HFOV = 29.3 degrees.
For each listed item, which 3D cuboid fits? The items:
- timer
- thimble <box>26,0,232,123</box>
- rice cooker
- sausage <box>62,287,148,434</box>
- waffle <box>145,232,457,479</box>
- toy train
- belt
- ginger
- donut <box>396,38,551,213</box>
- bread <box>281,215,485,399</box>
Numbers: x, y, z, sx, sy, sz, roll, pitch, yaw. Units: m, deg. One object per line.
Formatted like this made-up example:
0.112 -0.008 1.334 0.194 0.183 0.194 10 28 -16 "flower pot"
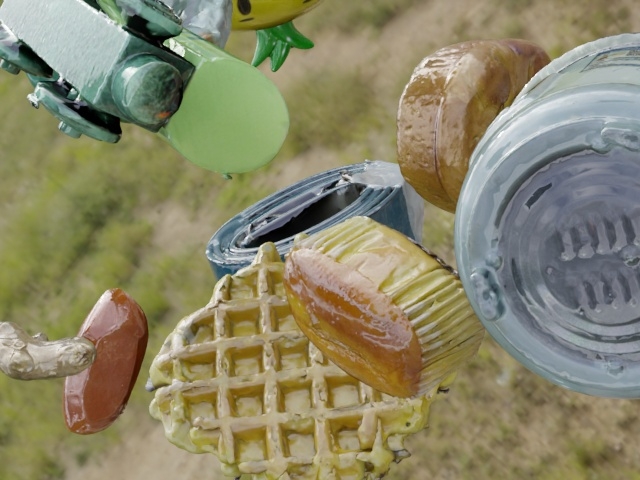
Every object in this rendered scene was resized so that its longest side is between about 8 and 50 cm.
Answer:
-0.086 -0.377 1.780 0.285 0.285 0.285 -31 35 25 "timer"
-0.242 -0.291 1.487 0.167 0.254 0.288 -39 43 46 "thimble"
0.251 -0.027 0.989 0.317 0.264 0.316 -51 -6 -8 "rice cooker"
-0.256 0.148 1.452 0.089 0.089 0.179 34 110 59 "sausage"
-0.021 0.164 1.607 0.379 0.095 0.382 27 57 25 "waffle"
-0.122 -0.116 0.796 0.253 0.157 0.105 36 99 52 "toy train"
-0.001 0.001 2.329 0.436 0.173 0.300 -32 29 -22 "belt"
-0.341 0.113 1.299 0.258 0.149 0.065 -1 87 18 "ginger"
0.251 -0.165 1.831 0.150 0.317 0.299 11 67 41 "donut"
0.051 0.065 1.157 0.114 0.132 0.190 -30 49 -30 "bread"
